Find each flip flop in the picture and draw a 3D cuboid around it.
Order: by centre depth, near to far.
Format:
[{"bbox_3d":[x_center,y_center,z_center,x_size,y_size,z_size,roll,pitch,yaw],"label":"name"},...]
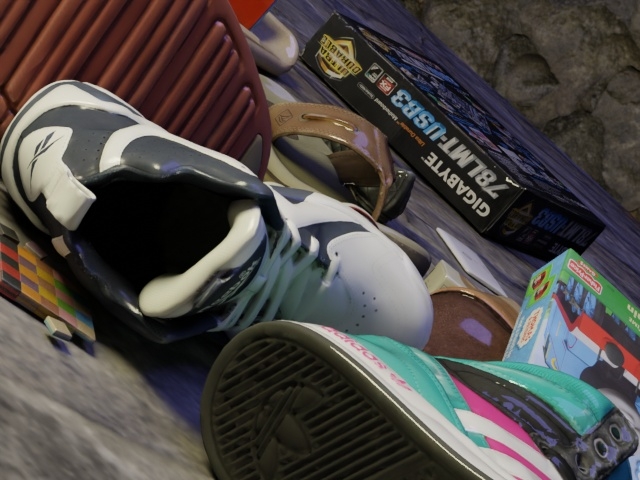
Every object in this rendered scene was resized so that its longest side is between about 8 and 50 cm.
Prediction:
[{"bbox_3d":[0.006,-0.064,1.334,0.112,0.080,0.277,33,14,-34],"label":"flip flop"}]

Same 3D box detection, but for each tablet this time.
[{"bbox_3d":[0.134,0.020,1.623,0.054,0.006,0.083,34,13,-30],"label":"tablet"}]

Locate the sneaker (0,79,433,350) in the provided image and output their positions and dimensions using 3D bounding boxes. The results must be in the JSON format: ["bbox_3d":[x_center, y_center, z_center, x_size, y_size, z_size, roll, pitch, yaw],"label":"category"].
[{"bbox_3d":[-0.035,0.016,0.841,0.235,0.094,0.153,36,8,-21],"label":"sneaker"}]

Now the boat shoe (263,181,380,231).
[{"bbox_3d":[0.000,0.000,1.158,0.137,0.049,0.043,21,26,-53],"label":"boat shoe"}]

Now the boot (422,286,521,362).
[{"bbox_3d":[0.117,0.133,1.032,0.248,0.090,0.207,49,27,17],"label":"boot"}]

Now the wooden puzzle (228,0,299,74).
[{"bbox_3d":[-0.176,-0.295,1.615,0.322,0.080,0.348,45,12,18],"label":"wooden puzzle"}]

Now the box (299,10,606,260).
[{"bbox_3d":[0.149,-0.106,1.978,0.293,0.073,0.295,45,12,23],"label":"box"}]

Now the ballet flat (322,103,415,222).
[{"bbox_3d":[0.038,-0.071,1.541,0.057,0.049,0.173,34,13,-35],"label":"ballet flat"}]

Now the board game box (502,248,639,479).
[{"bbox_3d":[0.157,0.124,0.979,0.160,0.039,0.211,41,41,-12],"label":"board game box"}]

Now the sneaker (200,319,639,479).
[{"bbox_3d":[0.096,0.145,0.763,0.295,0.124,0.178,46,22,29],"label":"sneaker"}]

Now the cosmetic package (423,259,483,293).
[{"bbox_3d":[0.105,0.073,1.197,0.115,0.060,0.041,40,11,-11],"label":"cosmetic package"}]

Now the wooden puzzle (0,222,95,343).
[{"bbox_3d":[-0.120,0.021,0.792,0.049,0.006,0.083,36,12,-23],"label":"wooden puzzle"}]

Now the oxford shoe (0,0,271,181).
[{"bbox_3d":[-0.176,-0.141,0.916,0.146,0.140,0.397,16,-25,51],"label":"oxford shoe"}]
